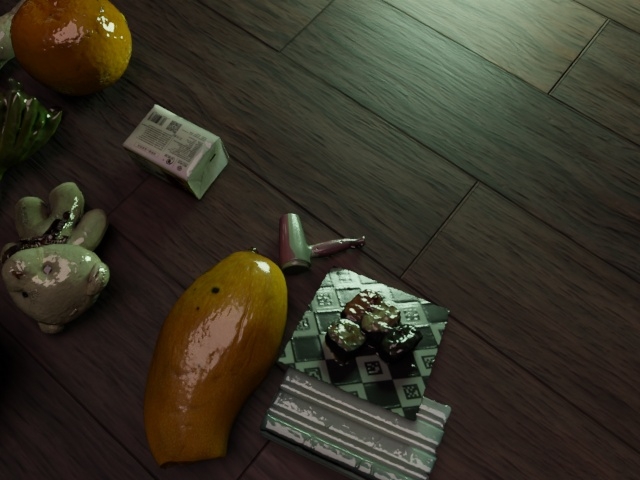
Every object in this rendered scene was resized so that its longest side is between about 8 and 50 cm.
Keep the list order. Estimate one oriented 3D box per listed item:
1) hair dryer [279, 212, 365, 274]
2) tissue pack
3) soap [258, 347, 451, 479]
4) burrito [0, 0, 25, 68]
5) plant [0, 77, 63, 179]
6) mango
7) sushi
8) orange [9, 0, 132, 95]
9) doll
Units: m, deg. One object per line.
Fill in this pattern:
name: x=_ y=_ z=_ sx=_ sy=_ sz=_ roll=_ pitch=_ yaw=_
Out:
hair dryer: x=0.003 y=0.006 z=0.995 sx=0.154 sy=0.054 sz=0.106 roll=1 pitch=62 yaw=-8
tissue pack: x=-0.266 y=-0.162 z=1.039 sx=0.149 sy=0.099 sz=0.106 roll=29 pitch=73 yaw=13
soap: x=0.047 y=0.278 z=0.851 sx=0.262 sy=0.094 sz=0.150 roll=22 pitch=63 yaw=12
burrito: x=-0.692 y=-0.400 z=1.171 sx=0.117 sy=0.076 sz=0.392 roll=29 pitch=69 yaw=35
plant: x=-0.619 y=-0.145 z=1.070 sx=0.251 sy=0.180 sz=0.333 roll=2 pitch=100 yaw=-4
mango: x=-0.168 y=0.176 z=0.872 sx=0.187 sy=0.144 sz=0.359 roll=24 pitch=73 yaw=14
sushi: x=0.081 y=0.134 z=0.879 sx=0.220 sy=0.047 sz=0.231 roll=21 pitch=44 yaw=11
orange: x=-0.483 y=-0.388 z=1.094 sx=0.220 sy=0.193 sz=0.219 roll=6 pitch=61 yaw=-11
doll: x=-0.471 y=0.009 z=0.964 sx=0.175 sy=0.149 sz=0.278 roll=-42 pitch=54 yaw=20
